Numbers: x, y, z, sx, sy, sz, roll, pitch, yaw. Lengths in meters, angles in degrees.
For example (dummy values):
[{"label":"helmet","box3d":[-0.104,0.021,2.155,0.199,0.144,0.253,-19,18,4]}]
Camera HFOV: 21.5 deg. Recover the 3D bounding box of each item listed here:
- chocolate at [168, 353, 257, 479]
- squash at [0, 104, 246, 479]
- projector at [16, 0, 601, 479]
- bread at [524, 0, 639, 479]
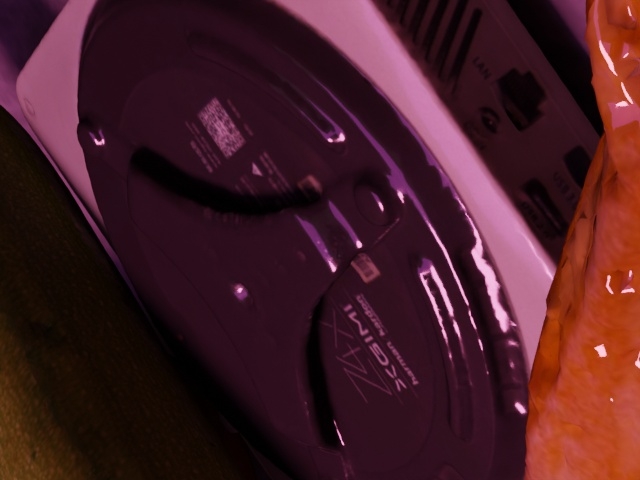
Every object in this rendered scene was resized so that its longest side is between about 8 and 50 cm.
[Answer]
[{"label":"chocolate","box3d":[-0.106,0.134,0.794,0.176,0.176,0.177,35,144,31]},{"label":"squash","box3d":[-0.095,0.084,0.687,0.379,0.101,0.101,55,151,21]},{"label":"projector","box3d":[0.000,0.000,0.609,0.257,0.079,0.259,55,150,0]},{"label":"bread","box3d":[0.141,-0.004,0.353,0.166,0.132,0.294,28,145,25]}]
